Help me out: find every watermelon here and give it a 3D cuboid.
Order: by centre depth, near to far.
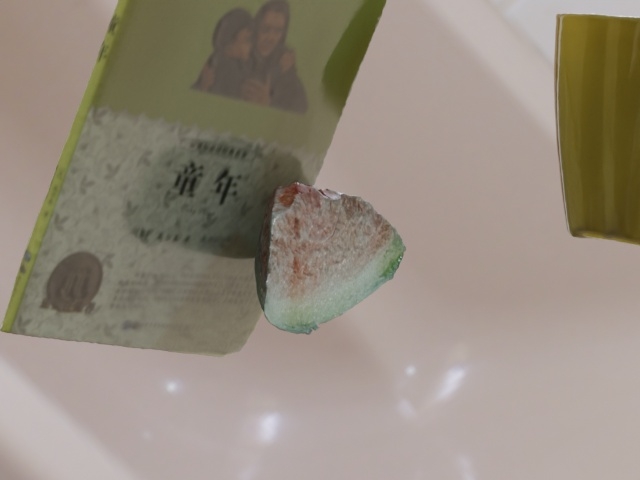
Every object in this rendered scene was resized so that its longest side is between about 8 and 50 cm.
[{"bbox_3d":[-0.002,0.008,1.452,0.081,0.094,0.180,32,14,24],"label":"watermelon"}]

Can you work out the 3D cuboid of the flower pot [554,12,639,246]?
[{"bbox_3d":[0.271,-0.082,1.565,0.195,0.195,0.179,0,97,-56],"label":"flower pot"}]

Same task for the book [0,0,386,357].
[{"bbox_3d":[-0.080,-0.079,1.403,0.035,0.352,0.239,32,16,39],"label":"book"}]
